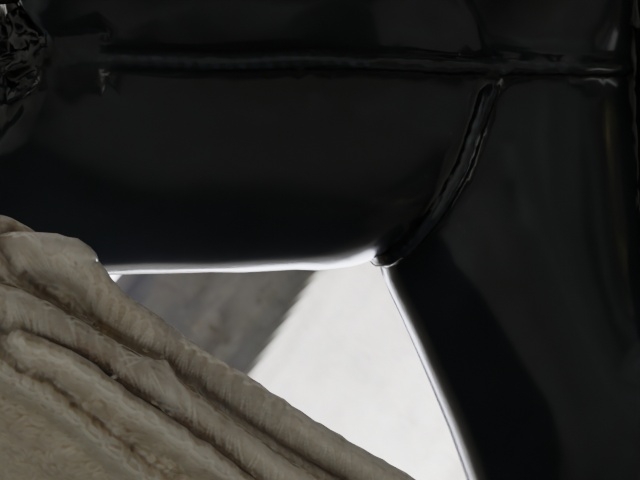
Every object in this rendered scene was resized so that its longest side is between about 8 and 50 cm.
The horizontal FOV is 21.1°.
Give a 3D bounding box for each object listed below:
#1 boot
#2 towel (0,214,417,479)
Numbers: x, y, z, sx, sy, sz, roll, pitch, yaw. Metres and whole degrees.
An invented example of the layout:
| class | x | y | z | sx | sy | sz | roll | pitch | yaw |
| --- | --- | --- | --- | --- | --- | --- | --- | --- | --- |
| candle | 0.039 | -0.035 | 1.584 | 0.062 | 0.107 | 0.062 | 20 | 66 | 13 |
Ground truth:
| class | x | y | z | sx | sy | sz | roll | pitch | yaw |
| --- | --- | --- | --- | --- | --- | --- | --- | --- | --- |
| boot | 0.000 | 0.000 | 0.478 | 0.207 | 0.094 | 0.246 | -2 | -78 | -11 |
| towel | -0.076 | 0.109 | 0.496 | 0.282 | 0.187 | 0.049 | -40 | -161 | 46 |
